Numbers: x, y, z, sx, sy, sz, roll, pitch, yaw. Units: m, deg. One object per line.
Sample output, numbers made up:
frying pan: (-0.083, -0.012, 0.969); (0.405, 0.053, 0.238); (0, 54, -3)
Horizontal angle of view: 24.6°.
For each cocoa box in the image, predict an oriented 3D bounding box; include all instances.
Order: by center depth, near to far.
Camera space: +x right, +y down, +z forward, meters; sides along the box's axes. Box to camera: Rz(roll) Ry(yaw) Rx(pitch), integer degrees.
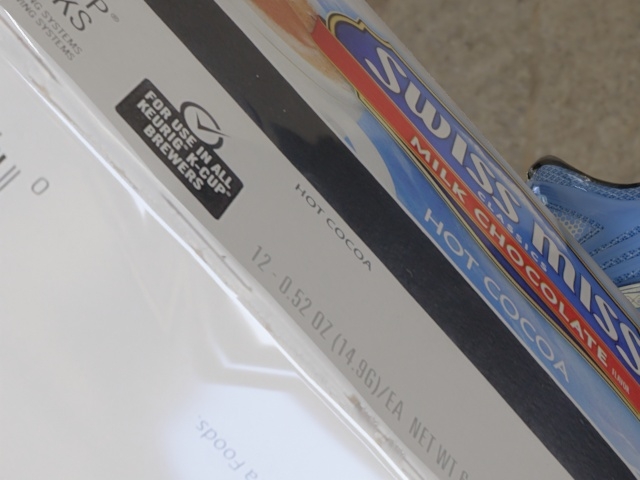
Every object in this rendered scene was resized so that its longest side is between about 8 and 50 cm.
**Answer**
cocoa box: (-0.060, 0.042, 0.496); (0.231, 0.347, 0.228); (-38, 10, 25)

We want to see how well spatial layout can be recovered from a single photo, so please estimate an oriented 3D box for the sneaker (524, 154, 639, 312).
sneaker: (0.238, -0.011, 0.646); (0.330, 0.130, 0.147); (-5, 79, 16)
